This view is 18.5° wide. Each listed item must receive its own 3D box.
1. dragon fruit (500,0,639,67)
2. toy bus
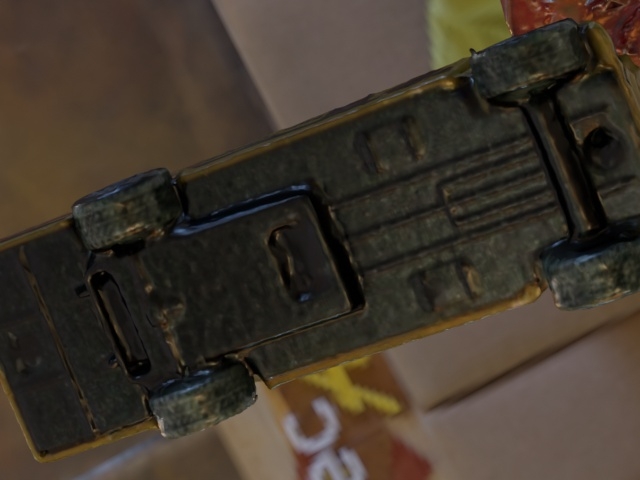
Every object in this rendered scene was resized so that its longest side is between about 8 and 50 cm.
[{"bbox_3d":[0.275,-0.274,1.337,0.249,0.386,0.371,-106,28,-42],"label":"dragon fruit"},{"bbox_3d":[0.000,0.000,0.912,0.121,0.335,0.123,68,-159,-6],"label":"toy bus"}]
